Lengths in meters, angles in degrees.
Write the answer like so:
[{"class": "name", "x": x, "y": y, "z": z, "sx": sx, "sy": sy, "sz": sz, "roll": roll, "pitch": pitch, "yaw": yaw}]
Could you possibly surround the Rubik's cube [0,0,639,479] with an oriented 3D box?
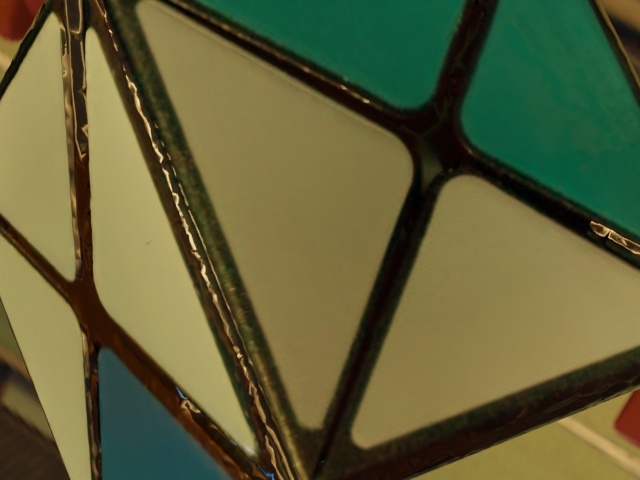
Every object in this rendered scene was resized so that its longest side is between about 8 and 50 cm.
[{"class": "Rubik's cube", "x": 0.000, "y": 0.000, "z": 0.686, "sx": 0.250, "sy": 0.248, "sz": 0.246, "roll": -38, "pitch": 74, "yaw": 59}]
